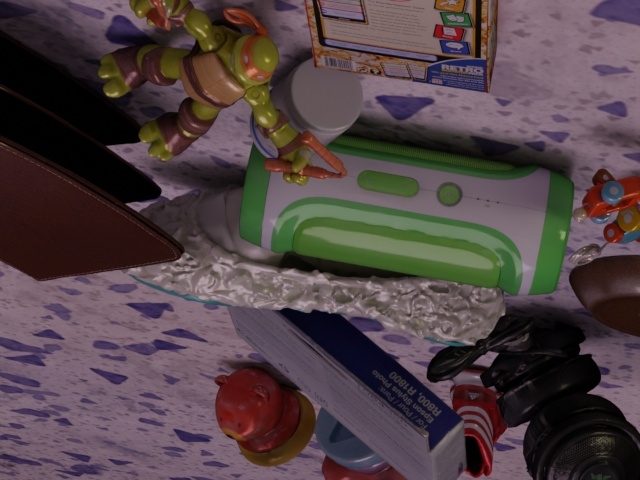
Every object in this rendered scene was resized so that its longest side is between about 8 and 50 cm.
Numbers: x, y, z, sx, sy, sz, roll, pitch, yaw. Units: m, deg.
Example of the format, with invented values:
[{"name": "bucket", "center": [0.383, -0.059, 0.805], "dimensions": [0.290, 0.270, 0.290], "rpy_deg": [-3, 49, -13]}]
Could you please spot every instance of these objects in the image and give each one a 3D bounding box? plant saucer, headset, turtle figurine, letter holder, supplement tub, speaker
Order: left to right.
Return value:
[{"name": "letter holder", "center": [-0.273, -0.093, 1.742], "dimensions": [0.214, 0.152, 0.302], "rpy_deg": [-7, 154, 37]}, {"name": "turtle figurine", "center": [-0.100, -0.148, 1.588], "dimensions": [0.269, 0.087, 0.217], "rpy_deg": [45, 152, -21]}, {"name": "supplement tub", "center": [-0.014, -0.112, 1.658], "dimensions": [0.071, 0.071, 0.107], "rpy_deg": [18, 159, -18]}, {"name": "speaker", "center": [0.080, -0.029, 1.760], "dimensions": [0.297, 0.131, 0.131], "rpy_deg": [10, 161, 3]}, {"name": "headset", "center": [0.246, 0.205, 2.132], "dimensions": [0.185, 0.243, 0.394], "rpy_deg": [-26, 140, 1]}, {"name": "plant saucer", "center": [0.360, 0.068, 2.011], "dimensions": [0.199, 0.036, 0.198], "rpy_deg": [11, 160, 4]}]

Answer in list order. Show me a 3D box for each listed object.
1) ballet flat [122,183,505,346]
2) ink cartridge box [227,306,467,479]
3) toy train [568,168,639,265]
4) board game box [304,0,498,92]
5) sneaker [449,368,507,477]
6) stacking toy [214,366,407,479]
[{"name": "ballet flat", "center": [0.000, 0.000, 1.931], "dimensions": [0.409, 0.147, 0.147], "rpy_deg": [11, 161, -8]}, {"name": "ink cartridge box", "center": [0.024, 0.136, 2.118], "dimensions": [0.324, 0.071, 0.330], "rpy_deg": [40, 167, 16]}, {"name": "toy train", "center": [0.271, -0.034, 1.710], "dimensions": [0.125, 0.046, 0.166], "rpy_deg": [-17, 161, -8]}, {"name": "board game box", "center": [0.062, -0.182, 1.459], "dimensions": [0.147, 0.045, 0.193], "rpy_deg": [9, 161, 7]}, {"name": "sneaker", "center": [0.198, 0.256, 2.484], "dimensions": [0.087, 0.128, 0.221], "rpy_deg": [5, 160, 17]}, {"name": "stacking toy", "center": [-0.028, 0.299, 2.537], "dimensions": [0.309, 0.279, 0.130], "rpy_deg": [1, 147, 30]}]
